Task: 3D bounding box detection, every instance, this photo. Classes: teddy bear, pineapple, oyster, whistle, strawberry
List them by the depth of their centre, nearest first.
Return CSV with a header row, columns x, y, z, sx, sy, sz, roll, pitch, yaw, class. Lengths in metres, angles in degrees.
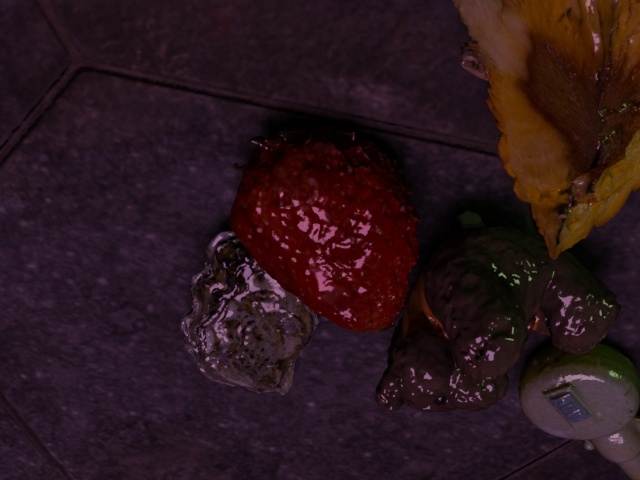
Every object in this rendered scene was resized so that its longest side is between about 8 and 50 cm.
x,y,z,sx,sy,sz,roll,pitch,yaw,class
0.172,-0.132,0.815,0.139,0.164,0.250,-26,134,-24,pineapple
0.000,0.000,0.945,0.146,0.082,0.187,-18,108,36,strawberry
0.119,0.069,0.987,0.177,0.140,0.190,-16,150,-38,teddy bear
-0.060,0.065,1.065,0.124,0.064,0.177,4,125,-13,oyster
0.251,0.163,1.097,0.104,0.057,0.198,-23,124,30,whistle
